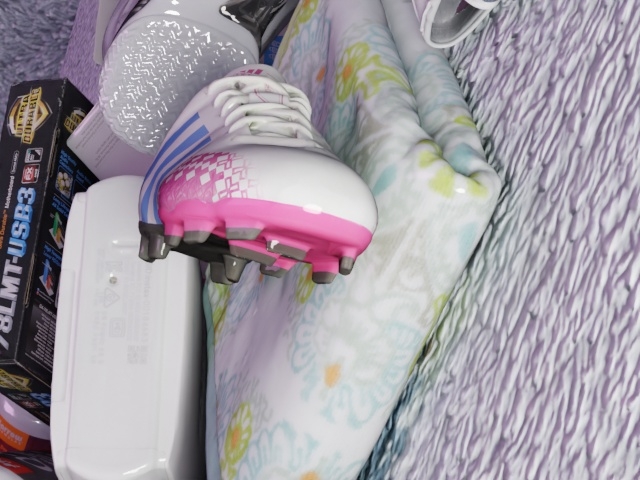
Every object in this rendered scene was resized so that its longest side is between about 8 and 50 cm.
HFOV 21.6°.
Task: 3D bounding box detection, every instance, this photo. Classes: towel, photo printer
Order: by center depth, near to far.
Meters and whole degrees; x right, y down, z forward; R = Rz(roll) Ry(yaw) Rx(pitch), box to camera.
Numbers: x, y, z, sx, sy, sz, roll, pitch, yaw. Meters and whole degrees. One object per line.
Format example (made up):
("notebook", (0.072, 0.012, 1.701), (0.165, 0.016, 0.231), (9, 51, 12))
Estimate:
("towel", (0.000, 0.000, 1.195), (0.374, 0.090, 0.320), (-104, 32, -57))
("photo printer", (-0.151, 0.124, 1.414), (0.307, 0.107, 0.256), (89, -178, -65))

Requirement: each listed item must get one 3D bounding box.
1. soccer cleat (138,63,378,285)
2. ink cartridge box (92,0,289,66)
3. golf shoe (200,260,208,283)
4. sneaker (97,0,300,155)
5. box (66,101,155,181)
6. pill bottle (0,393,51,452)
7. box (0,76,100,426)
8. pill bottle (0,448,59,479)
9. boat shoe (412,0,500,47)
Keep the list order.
("soccer cleat", (-0.046, -0.052, 1.056), (0.331, 0.116, 0.143), (175, 110, -71))
("ink cartridge box", (-0.114, -0.192, 1.563), (0.104, 0.181, 0.061), (-92, 24, -44))
("golf shoe", (-0.112, -0.041, 1.562), (0.306, 0.115, 0.140), (-55, 17, 40))
("sneaker", (-0.065, -0.233, 1.397), (0.366, 0.137, 0.210), (-53, 15, -4))
("box", (-0.162, -0.105, 1.593), (0.102, 0.087, 0.101), (-47, -6, 29))
("pill bottle", (-0.357, 0.238, 2.096), (0.121, 0.121, 0.221), (-104, 32, -58))
("box", (-0.234, 0.035, 1.667), (0.295, 0.073, 0.293), (50, -139, -59))
("pill bottle", (-0.297, 0.290, 1.471), (0.363, 0.210, 0.210), (31, -107, -78))
("boat shoe", (0.102, -0.176, 1.064), (0.184, 0.066, 0.063), (144, 124, -61))
